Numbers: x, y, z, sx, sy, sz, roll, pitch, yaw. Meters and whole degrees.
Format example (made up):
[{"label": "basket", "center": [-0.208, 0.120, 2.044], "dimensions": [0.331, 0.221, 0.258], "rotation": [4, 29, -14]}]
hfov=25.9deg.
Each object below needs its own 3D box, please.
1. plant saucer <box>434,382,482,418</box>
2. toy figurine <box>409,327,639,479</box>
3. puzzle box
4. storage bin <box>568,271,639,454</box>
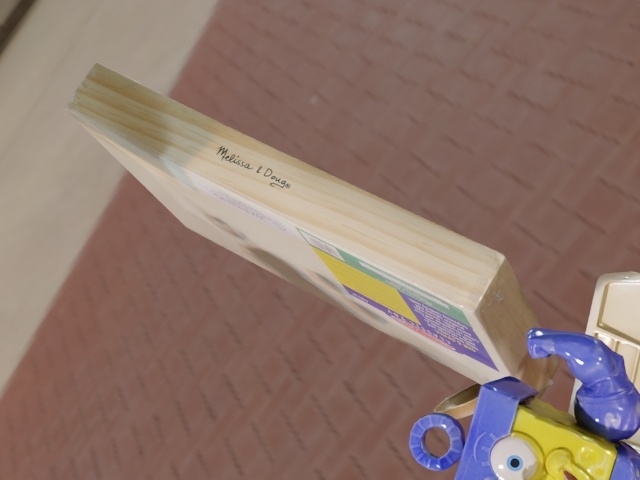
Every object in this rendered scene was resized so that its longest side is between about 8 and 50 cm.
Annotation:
[{"label": "plant saucer", "center": [0.146, 0.146, 1.294], "dimensions": [0.083, 0.015, 0.083], "rotation": [-25, 0, 0]}, {"label": "toy figurine", "center": [0.158, 0.185, 0.925], "dimensions": [0.191, 0.217, 0.362], "rotation": [-19, -54, -74]}, {"label": "puzzle box", "center": [0.000, 0.000, 1.193], "dimensions": [0.409, 0.272, 0.052], "rotation": [27, 78, 26]}, {"label": "storage bin", "center": [0.385, 0.156, 1.583], "dimensions": [0.123, 0.262, 0.260], "rotation": [14, 96, 28]}]
